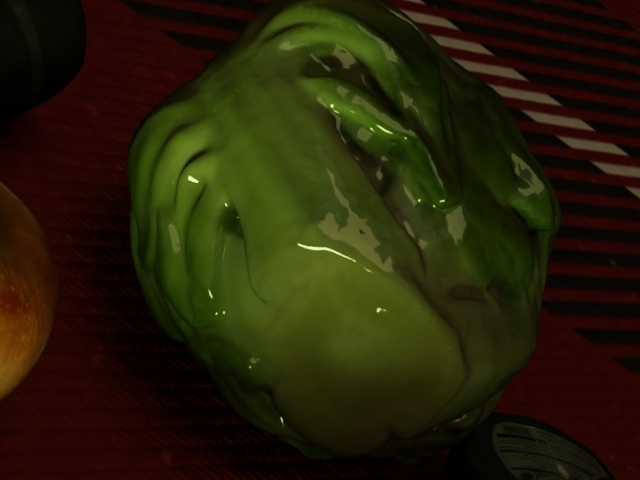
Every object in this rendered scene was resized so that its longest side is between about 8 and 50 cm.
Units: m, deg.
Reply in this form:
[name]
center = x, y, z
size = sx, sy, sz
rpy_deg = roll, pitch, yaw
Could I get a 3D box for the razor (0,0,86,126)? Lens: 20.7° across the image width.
[razor]
center = -0.306, -0.129, 1.073
size = 0.204, 0.113, 0.349
rpy_deg = 45, 35, 10

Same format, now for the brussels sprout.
[brussels sprout]
center = 0.021, -0.018, 1.154
size = 0.328, 0.247, 0.328
rpy_deg = 22, 35, -16

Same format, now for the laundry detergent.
[laundry detergent]
center = 0.163, 0.191, 1.124
size = 0.144, 0.078, 0.221
rpy_deg = 25, 11, -18

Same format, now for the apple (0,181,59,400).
[apple]
center = -0.229, 0.027, 0.954
size = 0.163, 0.139, 0.163
rpy_deg = 38, 22, -19
